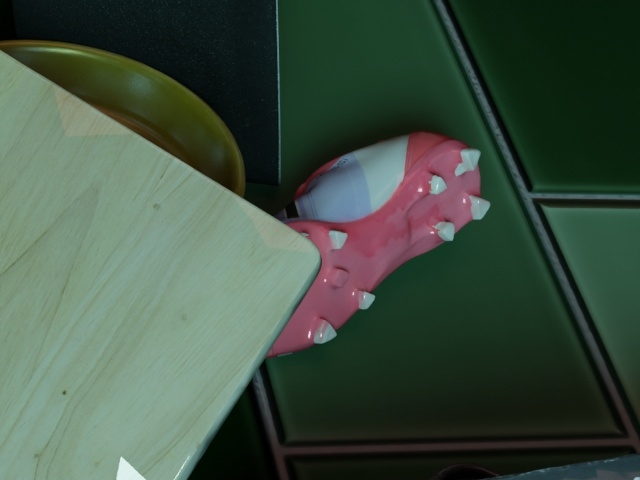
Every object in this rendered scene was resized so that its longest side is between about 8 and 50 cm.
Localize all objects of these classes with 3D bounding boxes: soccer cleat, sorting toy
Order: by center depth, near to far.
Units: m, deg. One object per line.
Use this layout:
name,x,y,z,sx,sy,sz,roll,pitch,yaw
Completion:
sorting toy,-0.169,0.054,0.937,0.255,0.089,0.257,32,83,10
soccer cleat,0.000,0.000,1.158,0.095,0.083,0.248,12,34,45

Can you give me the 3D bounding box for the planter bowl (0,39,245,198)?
planter bowl,-0.157,-0.018,1.103,0.217,0.090,0.217,9,41,-7

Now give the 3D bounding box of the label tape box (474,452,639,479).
label tape box,0.050,0.231,0.775,0.333,0.106,0.241,-8,57,-9

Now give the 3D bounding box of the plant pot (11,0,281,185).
plant pot,-0.110,-0.162,1.227,0.167,0.187,0.188,0,41,-1

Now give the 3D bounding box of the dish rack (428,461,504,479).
dish rack,0.073,0.246,0.887,0.208,0.074,0.271,32,43,20
